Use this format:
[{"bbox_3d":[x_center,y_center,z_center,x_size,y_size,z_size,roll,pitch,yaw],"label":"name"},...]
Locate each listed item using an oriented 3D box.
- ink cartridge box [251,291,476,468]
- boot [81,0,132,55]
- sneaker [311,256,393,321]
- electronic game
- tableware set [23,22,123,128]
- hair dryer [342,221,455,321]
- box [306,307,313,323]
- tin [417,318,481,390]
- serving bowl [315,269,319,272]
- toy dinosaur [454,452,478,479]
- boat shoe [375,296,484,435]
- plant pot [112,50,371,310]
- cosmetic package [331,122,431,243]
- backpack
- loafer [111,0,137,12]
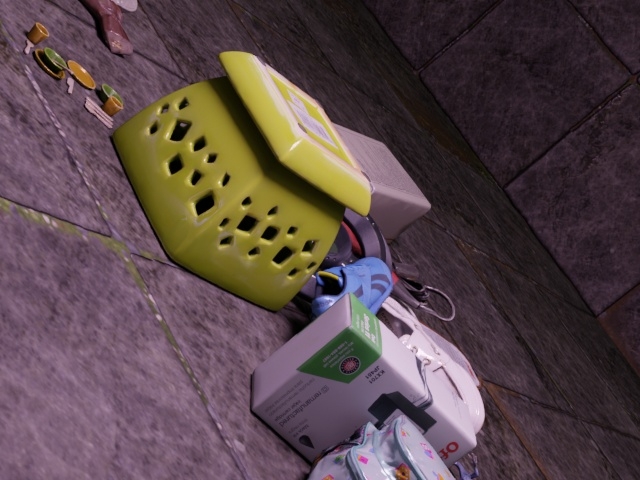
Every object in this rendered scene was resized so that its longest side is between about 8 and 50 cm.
[{"bbox_3d":[0.048,0.184,1.489,0.208,0.153,0.087,43,16,-19],"label":"ink cartridge box"},{"bbox_3d":[-0.313,-0.319,1.937,0.106,0.037,0.114,35,25,-38],"label":"boot"},{"bbox_3d":[0.038,0.055,1.726,0.082,0.069,0.209,64,25,-16],"label":"sneaker"},{"bbox_3d":[0.000,0.000,1.871,0.229,0.048,0.229,22,43,-22],"label":"electronic game"},{"bbox_3d":[-0.305,-0.211,1.704,0.154,0.024,0.104,43,16,-23],"label":"tableware set"},{"bbox_3d":[0.060,0.010,1.994,0.293,0.080,0.223,26,4,-17],"label":"hair dryer"},{"bbox_3d":[0.018,0.130,1.799,0.067,0.018,0.083,38,18,-35],"label":"box"},{"bbox_3d":[0.186,0.186,2.120,0.189,0.040,0.106,35,24,-43],"label":"tin"},{"bbox_3d":[-0.023,0.045,1.878,0.083,0.027,0.083,45,16,-17],"label":"serving bowl"},{"bbox_3d":[0.191,0.329,1.811,0.082,0.047,0.090,-123,-161,-59],"label":"toy dinosaur"},{"bbox_3d":[0.119,0.170,1.859,0.096,0.098,0.277,33,12,-46],"label":"boat shoe"},{"bbox_3d":[-0.083,-0.082,1.670,0.228,0.207,0.227,32,22,-51],"label":"plant pot"},{"bbox_3d":[0.061,-0.095,2.304,0.160,0.113,0.309,54,16,17],"label":"cosmetic package"},{"bbox_3d":[0.065,0.270,1.352,0.166,0.144,0.188,55,18,2],"label":"backpack"},{"bbox_3d":[-0.329,-0.372,2.027,0.125,0.039,0.045,30,57,-44],"label":"loafer"}]
